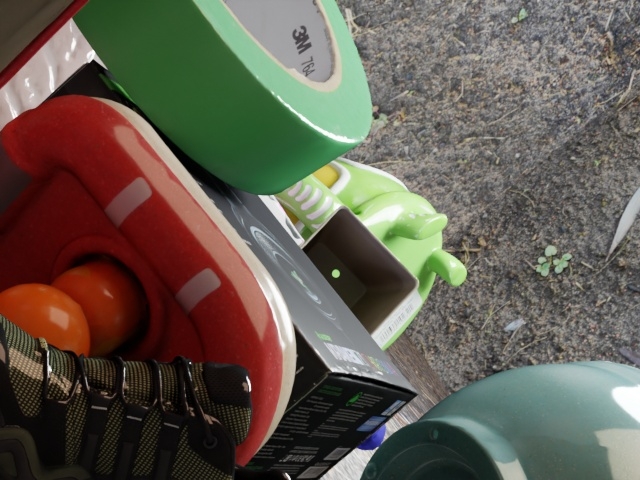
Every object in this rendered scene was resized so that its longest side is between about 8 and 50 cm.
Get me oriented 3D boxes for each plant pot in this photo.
[{"bbox_3d":[0.148,0.233,1.171,0.196,0.293,0.293,10,32,-40],"label":"plant pot"},{"bbox_3d":[0.011,0.044,1.458,0.109,0.109,0.096,46,-13,-6],"label":"plant pot"}]

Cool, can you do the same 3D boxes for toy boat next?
[{"bbox_3d":[-0.125,0.041,0.809,0.231,0.151,0.151,50,34,6],"label":"toy boat"}]

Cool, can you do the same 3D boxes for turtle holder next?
[{"bbox_3d":[-0.005,0.016,1.729,0.227,0.243,0.320,38,18,30],"label":"turtle holder"}]

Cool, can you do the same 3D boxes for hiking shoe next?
[{"bbox_3d":[-0.093,0.081,0.719,0.227,0.114,0.086,48,4,-28],"label":"hiking shoe"}]

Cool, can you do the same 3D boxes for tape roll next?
[{"bbox_3d":[-0.084,-0.187,1.062,0.321,0.077,0.321,49,20,-25],"label":"tape roll"}]

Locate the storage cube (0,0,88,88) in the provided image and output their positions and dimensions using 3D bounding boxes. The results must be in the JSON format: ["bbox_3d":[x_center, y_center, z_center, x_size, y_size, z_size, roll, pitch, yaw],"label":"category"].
[{"bbox_3d":[-0.230,-0.143,0.625,0.184,0.215,0.193,47,-1,-37],"label":"storage cube"}]

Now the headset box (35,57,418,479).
[{"bbox_3d":[-0.090,0.032,1.037,0.283,0.131,0.246,51,7,18],"label":"headset box"}]

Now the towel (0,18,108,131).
[{"bbox_3d":[-0.218,-0.219,1.123,0.053,0.317,0.332,2,-30,36],"label":"towel"}]

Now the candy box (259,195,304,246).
[{"bbox_3d":[-0.134,-0.075,1.530,0.233,0.071,0.159,56,-21,-23],"label":"candy box"}]

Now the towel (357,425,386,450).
[{"bbox_3d":[-0.083,0.071,1.358,0.227,0.076,0.308,44,-1,45],"label":"towel"}]
